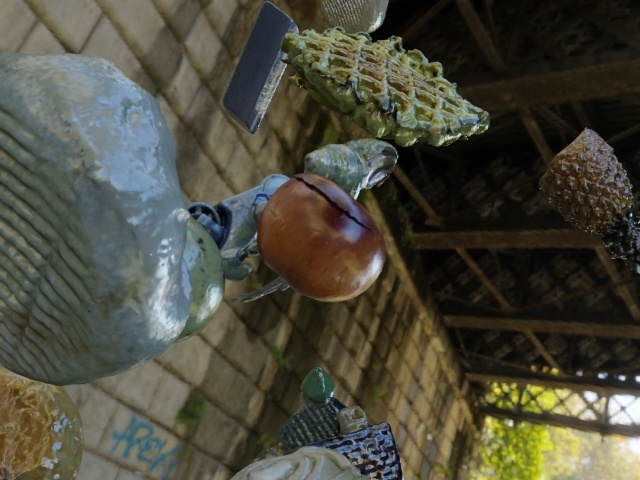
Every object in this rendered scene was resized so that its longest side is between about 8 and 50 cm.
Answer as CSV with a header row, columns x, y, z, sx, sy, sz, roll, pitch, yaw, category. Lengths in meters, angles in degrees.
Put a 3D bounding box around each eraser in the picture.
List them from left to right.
x,y,z,sx,sy,sz,roll,pitch,yaw,category
-0.109,-0.303,1.304,0.036,0.225,0.082,-3,38,-50,eraser

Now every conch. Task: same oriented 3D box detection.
x,y,z,sx,sy,sz,roll,pitch,yaw,category
0.060,-0.169,1.840,0.277,0.196,0.220,12,-41,-41,conch

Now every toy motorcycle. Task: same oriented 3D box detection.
x,y,z,sx,sy,sz,roll,pitch,yaw,category
-0.136,-0.010,1.612,0.241,0.319,0.182,52,-34,20,toy motorcycle

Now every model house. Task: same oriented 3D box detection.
x,y,z,sx,sy,sz,roll,pitch,yaw,category
0.011,0.417,1.416,0.243,0.285,0.298,-4,28,-26,model house

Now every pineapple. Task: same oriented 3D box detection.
x,y,z,sx,sy,sz,roll,pitch,yaw,category
0.700,-0.082,1.806,0.362,0.202,0.202,52,-21,11,pineapple

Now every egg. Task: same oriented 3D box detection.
x,y,z,sx,sy,sz,roll,pitch,yaw,category
-0.230,0.032,0.982,0.228,0.177,0.177,50,-29,-6,egg

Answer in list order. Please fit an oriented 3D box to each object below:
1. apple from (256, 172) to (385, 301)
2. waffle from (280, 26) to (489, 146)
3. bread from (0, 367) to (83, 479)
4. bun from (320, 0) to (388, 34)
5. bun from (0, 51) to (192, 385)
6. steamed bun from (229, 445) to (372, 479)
x,y,z,sx,sy,sz,roll,pitch,yaw,category
0.000,0.000,1.432,0.272,0.206,0.251,40,1,32,apple
0.099,-0.240,1.146,0.317,0.297,0.073,46,-51,32,waffle
-0.413,0.280,0.927,0.244,0.245,0.134,15,-38,12,bread
0.090,-0.586,1.807,0.166,0.173,0.113,8,11,29,bun
-0.257,-0.023,0.753,0.354,0.194,0.355,13,-67,34,bun
-0.034,0.401,1.042,0.309,0.220,0.324,-6,1,2,steamed bun
